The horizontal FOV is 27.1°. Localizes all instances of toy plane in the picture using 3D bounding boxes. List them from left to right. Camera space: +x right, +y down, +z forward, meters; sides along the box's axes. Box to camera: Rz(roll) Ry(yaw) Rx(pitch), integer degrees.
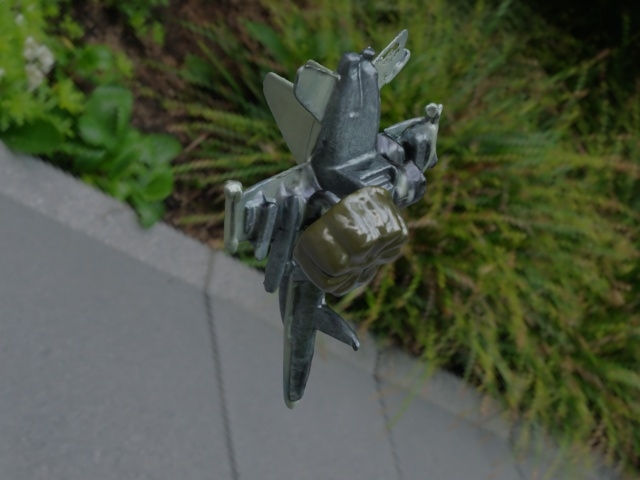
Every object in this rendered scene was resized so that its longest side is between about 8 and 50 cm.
[{"bbox_3d":[0.008,0.004,0.811,0.088,0.262,0.192,23,33,36],"label":"toy plane"}]

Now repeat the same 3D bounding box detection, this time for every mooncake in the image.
[{"bbox_3d":[0.129,-0.067,0.580,0.150,0.346,0.057,-23,84,-42],"label":"mooncake"}]
